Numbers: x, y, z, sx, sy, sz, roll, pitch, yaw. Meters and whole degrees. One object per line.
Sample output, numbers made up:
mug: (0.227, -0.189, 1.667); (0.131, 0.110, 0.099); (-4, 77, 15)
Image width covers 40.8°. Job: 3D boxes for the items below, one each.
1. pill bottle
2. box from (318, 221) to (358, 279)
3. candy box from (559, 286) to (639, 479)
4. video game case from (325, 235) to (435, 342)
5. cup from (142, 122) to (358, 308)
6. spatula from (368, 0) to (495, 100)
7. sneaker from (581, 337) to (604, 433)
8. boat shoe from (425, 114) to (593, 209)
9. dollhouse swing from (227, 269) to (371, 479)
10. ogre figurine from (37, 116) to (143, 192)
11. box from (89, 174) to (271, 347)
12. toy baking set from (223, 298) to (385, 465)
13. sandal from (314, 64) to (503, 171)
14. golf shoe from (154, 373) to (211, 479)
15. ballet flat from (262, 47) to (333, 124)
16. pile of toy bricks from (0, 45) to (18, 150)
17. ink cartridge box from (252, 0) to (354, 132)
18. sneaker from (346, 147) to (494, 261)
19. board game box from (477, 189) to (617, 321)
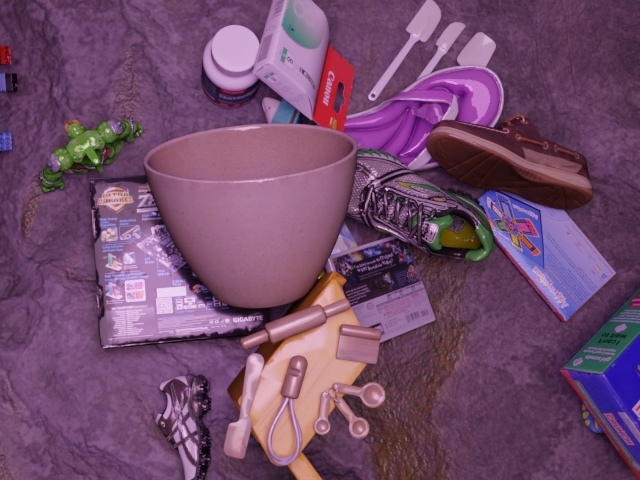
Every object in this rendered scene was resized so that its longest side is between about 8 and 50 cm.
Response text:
pill bottle: (-0.154, -0.305, 1.505); (0.107, 0.180, 0.108); (1, 83, -8)
box: (0.000, 0.000, 1.560); (0.109, 0.042, 0.178); (-29, 89, -12)
candy box: (0.630, 0.237, 1.547); (0.317, 0.122, 0.268); (-40, 100, -22)
video game case: (0.107, 0.089, 1.537); (0.190, 0.022, 0.173); (-16, 85, -36)
cup: (-0.100, -0.033, 1.370); (0.331, 0.331, 0.237); (-8, 112, -10)
spatula: (0.212, -0.328, 1.648); (0.168, 0.019, 0.242); (35, 79, -4)
sneaker: (0.529, 0.264, 1.606); (0.078, 0.067, 0.188); (8, 79, -29)
boat shoe: (0.349, -0.163, 1.570); (0.341, 0.123, 0.123); (16, 65, -16)
dollhouse swing: (0.025, 0.271, 1.372); (0.305, 0.347, 0.315); (39, 79, -1)
ogre figurine: (-0.397, -0.156, 1.479); (0.197, 0.118, 0.097); (-14, 85, -11)
box: (-0.244, 0.030, 1.501); (0.295, 0.073, 0.294); (-5, 81, -12)
toy baking set: (-0.024, 0.196, 1.182); (0.256, 0.030, 0.197); (-16, 85, -11)
sandal: (0.160, -0.201, 1.574); (0.416, 0.102, 0.169); (-25, 90, -7)
golf shoe: (-0.235, 0.330, 1.471); (0.093, 0.077, 0.198); (-3, 76, 2)
ballet flat: (-0.057, -0.261, 1.571); (0.087, 0.083, 0.247); (20, 76, 6)
pile of toy bricks: (-0.600, -0.244, 1.480); (0.105, 0.118, 0.212); (3, 99, 19)
ink cartridge box: (-0.007, -0.302, 1.484); (0.224, 0.056, 0.181); (34, 54, -35)
sneaker: (0.157, -0.059, 1.504); (0.343, 0.146, 0.134); (16, 109, -13)
board game box: (0.420, 0.001, 1.633); (0.145, 0.027, 0.281); (-40, 90, -13)
